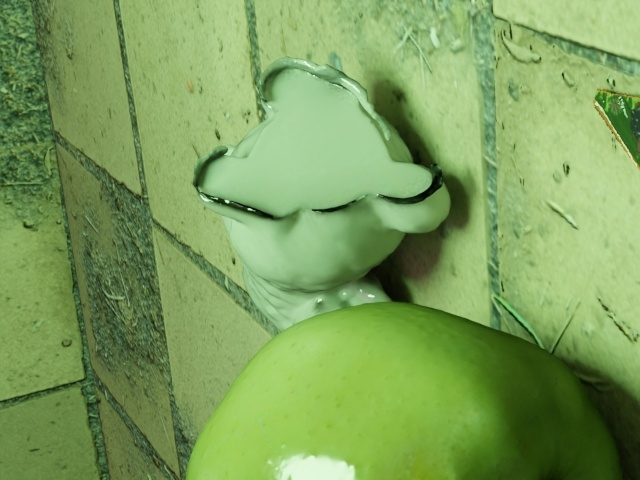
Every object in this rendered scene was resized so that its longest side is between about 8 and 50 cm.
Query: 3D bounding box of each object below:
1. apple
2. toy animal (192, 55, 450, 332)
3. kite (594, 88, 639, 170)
[{"bbox_3d":[0.072,0.222,1.173,0.357,0.357,0.357,47,145,49],"label":"apple"},{"bbox_3d":[0.000,0.000,1.440,0.258,0.194,0.357,35,158,23],"label":"toy animal"},{"bbox_3d":[0.279,-0.026,0.949,0.321,0.016,0.233,21,124,64],"label":"kite"}]
